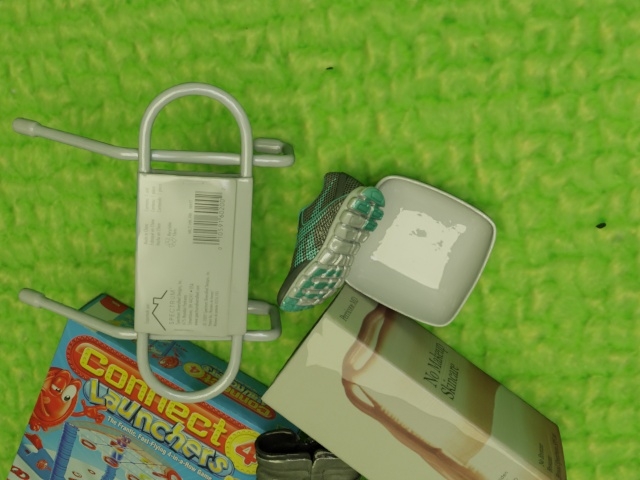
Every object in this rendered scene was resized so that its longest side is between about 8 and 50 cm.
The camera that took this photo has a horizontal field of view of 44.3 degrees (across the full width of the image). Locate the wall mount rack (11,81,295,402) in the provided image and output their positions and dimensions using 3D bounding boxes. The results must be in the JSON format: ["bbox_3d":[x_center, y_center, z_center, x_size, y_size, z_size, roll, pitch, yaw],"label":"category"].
[{"bbox_3d":[-0.186,-0.005,0.850,0.304,0.130,0.350,3,108,-8],"label":"wall mount rack"}]

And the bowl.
[{"bbox_3d":[0.106,0.005,0.846,0.142,0.053,0.142,26,112,6],"label":"bowl"}]

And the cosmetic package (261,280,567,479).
[{"bbox_3d":[0.104,0.186,0.849,0.296,0.153,0.129,35,110,1],"label":"cosmetic package"}]

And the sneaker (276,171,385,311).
[{"bbox_3d":[0.000,0.000,0.828,0.076,0.065,0.166,46,109,37],"label":"sneaker"}]

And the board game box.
[{"bbox_3d":[-0.216,0.273,0.994,0.308,0.086,0.302,28,111,5],"label":"board game box"}]

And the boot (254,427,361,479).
[{"bbox_3d":[0.035,0.296,0.892,0.246,0.083,0.161,8,113,-16],"label":"boot"}]
